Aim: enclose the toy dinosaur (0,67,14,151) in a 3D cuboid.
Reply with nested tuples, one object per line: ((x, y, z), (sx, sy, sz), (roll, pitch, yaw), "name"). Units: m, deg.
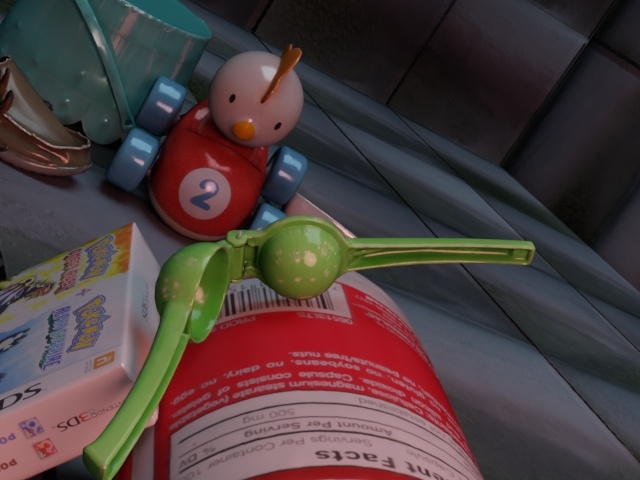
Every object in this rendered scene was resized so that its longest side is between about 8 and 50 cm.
((-0.383, -0.123, 1.007), (0.200, 0.127, 0.295), (36, 19, -17), "toy dinosaur")

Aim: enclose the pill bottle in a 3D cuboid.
((-0.011, 0.183, 0.600), (0.229, 0.229, 0.407), (29, 16, -18), "pill bottle")

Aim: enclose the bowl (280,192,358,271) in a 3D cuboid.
((0.000, 0.000, 1.460), (0.142, 0.053, 0.142), (36, -5, -3), "bowl")

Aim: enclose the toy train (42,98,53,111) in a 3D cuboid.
((-0.388, -0.174, 1.316), (0.036, 0.027, 0.158), (38, 15, 30), "toy train")

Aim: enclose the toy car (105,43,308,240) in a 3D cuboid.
((-0.096, -0.134, 1.292), (0.219, 0.238, 0.210), (30, 45, -12), "toy car")

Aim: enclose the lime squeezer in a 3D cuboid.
((-0.018, 0.025, 0.607), (0.310, 0.059, 0.110), (-22, 28, -37), "lime squeezer")

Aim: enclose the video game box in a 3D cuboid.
((-0.188, 0.078, 0.661), (0.205, 0.187, 0.048), (-110, 177, -66), "video game box")

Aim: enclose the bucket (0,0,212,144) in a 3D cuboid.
((-0.296, -0.267, 1.491), (0.281, 0.183, 0.281), (31, 16, -10), "bucket")

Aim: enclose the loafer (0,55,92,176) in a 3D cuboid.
((-0.357, -0.156, 1.206), (0.251, 0.087, 0.094), (30, 15, -11), "loafer")
